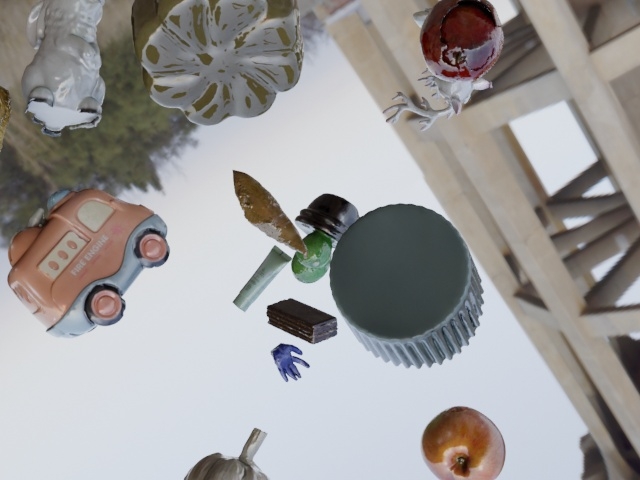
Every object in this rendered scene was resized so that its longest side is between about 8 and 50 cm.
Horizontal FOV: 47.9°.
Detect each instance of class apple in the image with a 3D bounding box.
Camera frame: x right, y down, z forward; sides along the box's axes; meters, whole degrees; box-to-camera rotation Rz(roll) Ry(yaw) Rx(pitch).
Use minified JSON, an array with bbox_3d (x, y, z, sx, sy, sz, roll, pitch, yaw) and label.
[{"bbox_3d":[0.351,0.513,1.780,0.209,0.209,0.164,-28,-178,25],"label":"apple"}]

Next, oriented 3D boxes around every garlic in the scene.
[{"bbox_3d":[-0.179,0.508,1.562,0.219,0.219,0.212,-17,-136,50],"label":"garlic"}]

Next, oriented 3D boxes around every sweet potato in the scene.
[{"bbox_3d":[-0.093,-0.044,1.256,0.068,0.206,0.060,-41,169,-30],"label":"sweet potato"}]

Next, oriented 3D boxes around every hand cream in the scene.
[{"bbox_3d":[-0.169,0.110,2.036,0.078,0.050,0.205,37,-94,34],"label":"hand cream"}]

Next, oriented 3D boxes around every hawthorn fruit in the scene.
[{"bbox_3d":[0.232,-0.329,1.203,0.148,0.148,0.172,-25,-159,34],"label":"hawthorn fruit"}]

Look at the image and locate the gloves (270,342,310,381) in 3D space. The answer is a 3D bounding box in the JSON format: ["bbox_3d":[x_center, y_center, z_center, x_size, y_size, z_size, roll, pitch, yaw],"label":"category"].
[{"bbox_3d":[-0.060,0.240,1.433,0.064,0.086,0.026,-34,-169,-21],"label":"gloves"}]

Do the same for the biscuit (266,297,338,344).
[{"bbox_3d":[-0.065,0.254,2.306,0.106,0.070,0.252,-15,-157,-40],"label":"biscuit"}]

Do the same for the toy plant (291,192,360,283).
[{"bbox_3d":[0.000,0.000,1.922,0.235,0.175,0.218,-61,176,-11],"label":"toy plant"}]

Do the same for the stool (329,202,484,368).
[{"bbox_3d":[0.169,0.090,1.388,0.297,0.297,0.330,-35,162,1],"label":"stool"}]

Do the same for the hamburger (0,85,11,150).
[{"bbox_3d":[-0.866,-0.259,1.651,0.319,0.318,0.158,-38,-179,-11],"label":"hamburger"}]

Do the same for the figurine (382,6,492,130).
[{"bbox_3d":[0.313,-0.451,1.887,0.206,0.315,0.284,-23,-154,-35],"label":"figurine"}]

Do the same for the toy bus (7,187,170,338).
[{"bbox_3d":[-0.432,0.030,1.312,0.287,0.232,0.194,-58,-163,-27],"label":"toy bus"}]

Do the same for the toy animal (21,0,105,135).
[{"bbox_3d":[-0.625,-0.457,1.765,0.258,0.357,0.194,-11,164,42],"label":"toy animal"}]

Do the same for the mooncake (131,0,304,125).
[{"bbox_3d":[-0.215,-0.423,1.530,0.378,0.378,0.200,-30,-138,20],"label":"mooncake"}]
